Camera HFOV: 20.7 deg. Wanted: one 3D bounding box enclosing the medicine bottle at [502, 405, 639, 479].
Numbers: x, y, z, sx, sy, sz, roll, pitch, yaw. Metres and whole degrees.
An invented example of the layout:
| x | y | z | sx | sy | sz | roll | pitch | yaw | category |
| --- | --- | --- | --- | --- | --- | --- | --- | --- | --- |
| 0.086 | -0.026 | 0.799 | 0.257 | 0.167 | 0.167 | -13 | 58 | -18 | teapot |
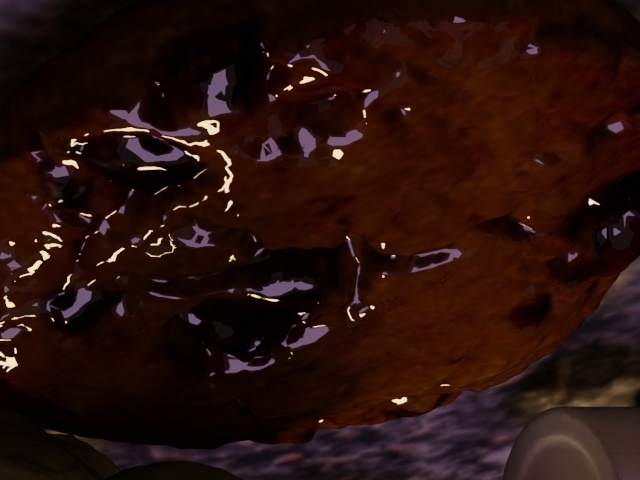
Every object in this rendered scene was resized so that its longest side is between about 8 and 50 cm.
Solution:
| x | y | z | sx | sy | sz | roll | pitch | yaw | category |
| --- | --- | --- | --- | --- | --- | --- | --- | --- | --- |
| 0.187 | 0.094 | 0.601 | 0.260 | 0.095 | 0.095 | 5 | 144 | -25 | medicine bottle |

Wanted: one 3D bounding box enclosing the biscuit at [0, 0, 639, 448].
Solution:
| x | y | z | sx | sy | sz | roll | pitch | yaw | category |
| --- | --- | --- | --- | --- | --- | --- | --- | --- | --- |
| 0.000 | 0.000 | 0.426 | 0.192 | 0.049 | 0.192 | -12 | 153 | -6 | biscuit |

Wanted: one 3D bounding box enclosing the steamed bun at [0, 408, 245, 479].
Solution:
| x | y | z | sx | sy | sz | roll | pitch | yaw | category |
| --- | --- | --- | --- | --- | --- | --- | --- | --- | --- |
| -0.058 | 0.135 | 0.471 | 0.106 | 0.178 | 0.192 | -2 | -176 | -41 | steamed bun |
